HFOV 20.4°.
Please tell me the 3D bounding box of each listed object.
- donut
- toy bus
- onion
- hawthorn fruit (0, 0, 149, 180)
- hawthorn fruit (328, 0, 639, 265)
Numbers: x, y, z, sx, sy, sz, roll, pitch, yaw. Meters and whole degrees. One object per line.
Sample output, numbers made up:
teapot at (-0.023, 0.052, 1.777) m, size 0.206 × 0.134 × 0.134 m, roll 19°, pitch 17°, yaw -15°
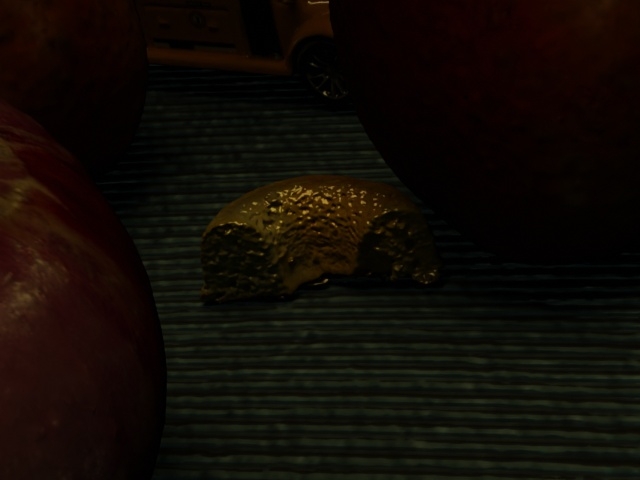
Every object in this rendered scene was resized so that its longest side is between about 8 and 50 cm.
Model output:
donut at (0.000, 0.000, 0.660) m, size 0.083 × 0.038 × 0.067 m, roll 15°, pitch 38°, yaw 42°
toy bus at (-0.036, -0.122, 0.824) m, size 0.194 × 0.088 × 0.083 m, roll 8°, pitch 36°, yaw 32°
onion at (-0.136, 0.034, 0.534) m, size 0.200 × 0.201 × 0.207 m, roll -24°, pitch 20°, yaw -17°
hawthorn fruit at (-0.165, -0.084, 0.732) m, size 0.189 × 0.189 × 0.189 m, roll -10°, pitch 31°, yaw 6°
hawthorn fruit at (0.078, -0.090, 0.630) m, size 0.169 × 0.188 × 0.169 m, roll -14°, pitch 39°, yaw 12°
